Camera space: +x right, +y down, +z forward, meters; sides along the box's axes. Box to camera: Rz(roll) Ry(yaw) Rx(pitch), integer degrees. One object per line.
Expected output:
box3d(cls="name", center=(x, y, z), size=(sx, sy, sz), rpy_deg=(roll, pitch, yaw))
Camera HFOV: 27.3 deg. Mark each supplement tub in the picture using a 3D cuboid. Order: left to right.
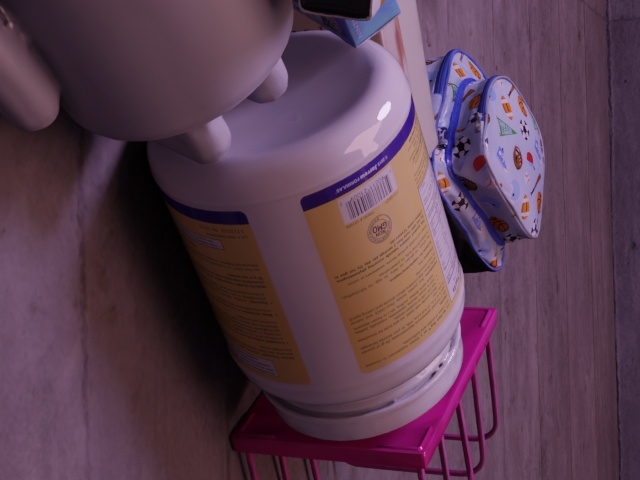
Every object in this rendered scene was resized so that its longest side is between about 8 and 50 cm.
box3d(cls="supplement tub", center=(0.000, 0.000, 1.227), size=(0.241, 0.241, 0.331), rpy_deg=(-66, 146, -45))

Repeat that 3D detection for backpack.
box3d(cls="backpack", center=(0.168, -0.112, 1.690), size=(0.276, 0.213, 0.263), rpy_deg=(56, 28, -46))

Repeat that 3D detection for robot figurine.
box3d(cls="robot figurine", center=(-0.147, -0.213, 0.955), size=(0.300, 0.200, 0.353), rpy_deg=(-51, 140, -21))

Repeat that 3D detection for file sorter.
box3d(cls="file sorter", center=(0.066, 0.214, 1.421), size=(0.290, 0.202, 0.182), rpy_deg=(-51, 137, -57))

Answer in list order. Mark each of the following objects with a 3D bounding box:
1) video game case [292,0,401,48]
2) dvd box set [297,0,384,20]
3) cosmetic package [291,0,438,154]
box3d(cls="video game case", center=(-0.057, -0.324, 1.141), size=(0.061, 0.244, 0.269), rpy_deg=(-38, 134, -12))
box3d(cls="dvd box set", center=(0.078, -0.393, 1.017), size=(0.420, 0.062, 0.307), rpy_deg=(-58, 154, -52))
box3d(cls="cosmetic package", center=(0.020, -0.215, 1.404), size=(0.129, 0.153, 0.296), rpy_deg=(-49, 131, -59))
